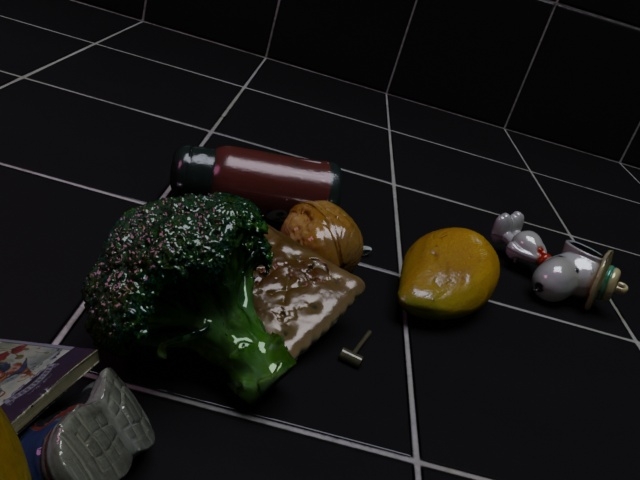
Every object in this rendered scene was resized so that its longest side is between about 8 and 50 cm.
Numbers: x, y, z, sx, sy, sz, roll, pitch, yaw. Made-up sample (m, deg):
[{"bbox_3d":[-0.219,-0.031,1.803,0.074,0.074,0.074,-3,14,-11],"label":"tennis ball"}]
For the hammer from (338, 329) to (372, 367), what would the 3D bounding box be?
[{"bbox_3d":[0.063,0.168,1.058,0.035,0.019,0.110,24,22,14],"label":"hammer"}]

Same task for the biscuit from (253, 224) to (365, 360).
[{"bbox_3d":[-0.110,0.053,1.067,0.324,0.044,0.217,31,49,25],"label":"biscuit"}]

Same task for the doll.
[{"bbox_3d":[0.515,0.031,1.454,0.207,0.144,0.271,0,35,-14],"label":"doll"}]

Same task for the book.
[{"bbox_3d":[-0.384,0.149,0.725,0.231,0.026,0.157,4,23,17],"label":"book"}]

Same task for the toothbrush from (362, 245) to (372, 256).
[{"bbox_3d":[-0.013,0.017,1.294,0.262,0.022,0.026,4,41,-25],"label":"toothbrush"}]

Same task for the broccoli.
[{"bbox_3d":[-0.153,0.072,0.857,0.297,0.297,0.297,46,31,6],"label":"broccoli"}]

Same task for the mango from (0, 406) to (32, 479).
[{"bbox_3d":[-0.361,0.255,0.417,0.301,0.221,0.445,17,35,-15],"label":"mango"}]

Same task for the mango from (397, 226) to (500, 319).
[{"bbox_3d":[0.238,0.063,1.251,0.176,0.119,0.316,35,35,17],"label":"mango"}]

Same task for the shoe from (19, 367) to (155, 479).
[{"bbox_3d":[-0.256,0.220,0.696,0.099,0.125,0.227,54,1,-3],"label":"shoe"}]

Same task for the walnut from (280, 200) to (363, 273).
[{"bbox_3d":[0.000,0.000,1.204,0.144,0.144,0.180,-5,30,-38],"label":"walnut"}]

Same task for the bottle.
[{"bbox_3d":[-0.132,-0.114,1.343,0.335,0.144,0.144,9,27,-16],"label":"bottle"}]
